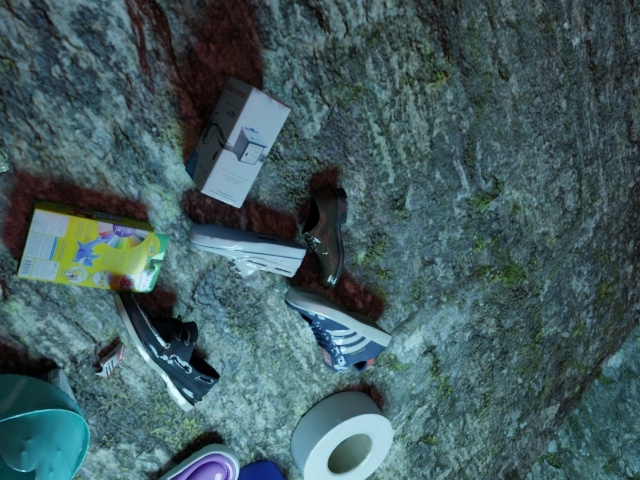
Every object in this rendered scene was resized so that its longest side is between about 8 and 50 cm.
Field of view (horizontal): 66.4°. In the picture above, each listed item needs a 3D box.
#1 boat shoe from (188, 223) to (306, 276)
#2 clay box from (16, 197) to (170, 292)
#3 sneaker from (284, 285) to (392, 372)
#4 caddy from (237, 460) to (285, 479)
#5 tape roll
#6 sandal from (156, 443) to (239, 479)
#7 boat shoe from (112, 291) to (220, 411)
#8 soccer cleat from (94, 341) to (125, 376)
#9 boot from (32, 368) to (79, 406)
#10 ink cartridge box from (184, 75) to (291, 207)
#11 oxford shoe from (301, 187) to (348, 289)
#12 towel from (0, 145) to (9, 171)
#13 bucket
[{"bbox_3d":[-0.145,0.030,0.981,0.257,0.095,0.084,12,103,-32],"label":"boat shoe"},{"bbox_3d":[-0.393,0.016,0.859,0.221,0.053,0.128,14,107,-35],"label":"clay box"},{"bbox_3d":[0.028,0.228,1.157,0.350,0.131,0.148,33,91,-37],"label":"sneaker"},{"bbox_3d":[-0.193,0.748,1.268,0.341,0.179,0.242,-27,125,-16],"label":"caddy"},{"bbox_3d":[0.062,0.565,1.368,0.285,0.100,0.287,-13,119,-24],"label":"tape roll"},{"bbox_3d":[-0.363,0.649,1.139,0.169,0.102,0.416,42,88,-11],"label":"sandal"},{"bbox_3d":[-0.289,0.208,0.971,0.113,0.127,0.340,-29,127,-15],"label":"boat shoe"},{"bbox_3d":[-0.418,0.237,0.973,0.035,0.029,0.083,23,106,-40],"label":"soccer cleat"},{"bbox_3d":[-0.523,0.338,0.948,0.085,0.069,0.190,-13,112,-16],"label":"boot"},{"bbox_3d":[-0.148,-0.173,0.847,0.082,0.139,0.191,21,102,-34],"label":"ink cartridge box"},{"bbox_3d":[0.000,0.000,1.063,0.096,0.082,0.228,-6,106,-23],"label":"oxford shoe"},{"bbox_3d":[-0.542,-0.147,0.707,0.110,0.027,0.148,-31,125,-14],"label":"towel"},{"bbox_3d":[-0.548,0.378,0.827,0.280,0.183,0.282,-2,118,-4],"label":"bucket"}]
